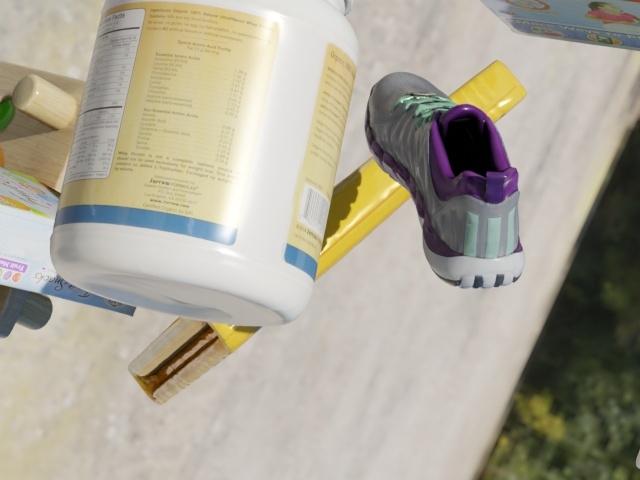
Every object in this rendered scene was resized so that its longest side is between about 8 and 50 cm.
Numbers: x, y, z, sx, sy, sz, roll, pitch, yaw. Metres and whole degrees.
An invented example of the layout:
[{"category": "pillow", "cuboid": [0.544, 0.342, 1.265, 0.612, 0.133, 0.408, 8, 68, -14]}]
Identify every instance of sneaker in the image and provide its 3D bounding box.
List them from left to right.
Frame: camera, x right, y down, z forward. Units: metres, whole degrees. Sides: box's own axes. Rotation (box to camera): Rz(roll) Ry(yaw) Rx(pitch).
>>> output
[{"category": "sneaker", "cuboid": [0.089, -0.069, 1.229, 0.223, 0.083, 0.098, -115, -157, -49]}]

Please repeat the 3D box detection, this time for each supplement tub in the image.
[{"category": "supplement tub", "cuboid": [-0.059, -0.064, 1.013, 0.144, 0.144, 0.199, 67, 34, -76]}]

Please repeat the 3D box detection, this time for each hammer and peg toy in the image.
[{"category": "hammer and peg toy", "cuboid": [-0.368, -0.055, 1.836, 0.127, 0.361, 0.266, 28, 81, -45]}]

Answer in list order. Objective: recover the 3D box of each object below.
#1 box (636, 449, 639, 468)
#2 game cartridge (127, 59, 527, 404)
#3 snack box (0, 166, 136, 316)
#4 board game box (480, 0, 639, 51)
[{"category": "box", "cuboid": [0.449, 0.173, 1.620, 0.231, 0.262, 0.126, -32, 146, -45]}, {"category": "game cartridge", "cuboid": [0.000, 0.000, 1.521, 0.324, 0.052, 0.285, -38, 179, -21]}, {"category": "snack box", "cuboid": [-0.266, -0.015, 1.566, 0.174, 0.207, 0.070, 18, 96, -44]}, {"category": "board game box", "cuboid": [0.275, -0.235, 1.592, 0.302, 0.308, 0.086, 24, 79, -67]}]
